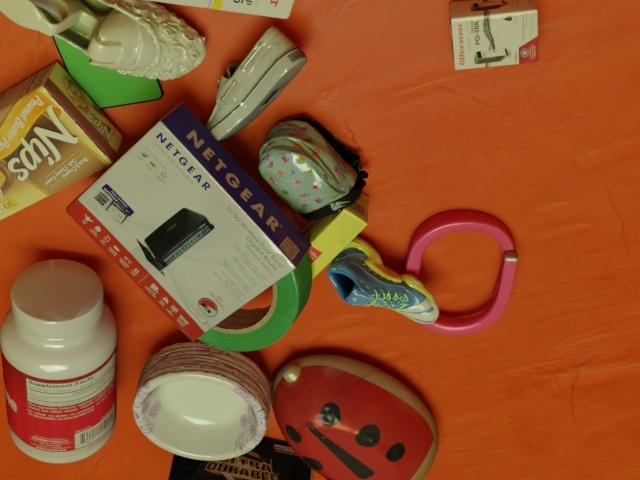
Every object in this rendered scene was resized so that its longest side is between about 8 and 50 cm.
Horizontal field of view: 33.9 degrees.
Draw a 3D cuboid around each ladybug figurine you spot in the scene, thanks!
[{"bbox_3d":[0.070,0.415,2.261,0.305,0.162,0.449,-34,120,30],"label":"ladybug figurine"}]

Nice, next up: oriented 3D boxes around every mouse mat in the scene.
[{"bbox_3d":[-0.363,-0.307,1.778,0.152,0.007,0.190,-7,129,11],"label":"mouse mat"}]

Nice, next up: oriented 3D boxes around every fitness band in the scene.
[{"bbox_3d":[0.264,0.068,2.014,0.209,0.054,0.291,5,130,1],"label":"fitness band"}]

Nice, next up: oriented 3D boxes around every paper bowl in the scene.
[{"bbox_3d":[-0.245,0.324,2.221,0.284,0.148,0.284,2,132,3],"label":"paper bowl"}]

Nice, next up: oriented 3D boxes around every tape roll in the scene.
[{"bbox_3d":[-0.176,0.054,1.960,0.321,0.077,0.321,11,123,18],"label":"tape roll"}]

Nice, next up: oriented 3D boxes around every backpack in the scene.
[{"bbox_3d":[-0.023,-0.125,1.834,0.152,0.115,0.182,-25,122,27],"label":"backpack"}]

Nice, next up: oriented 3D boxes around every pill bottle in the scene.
[{"bbox_3d":[-0.526,0.244,2.124,0.229,0.229,0.408,8,131,-2],"label":"pill bottle"}]

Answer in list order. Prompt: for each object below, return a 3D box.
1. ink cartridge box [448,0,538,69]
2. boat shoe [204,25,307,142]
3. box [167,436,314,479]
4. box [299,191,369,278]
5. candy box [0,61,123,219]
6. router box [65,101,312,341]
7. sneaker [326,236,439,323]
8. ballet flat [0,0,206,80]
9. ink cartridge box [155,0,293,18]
[{"bbox_3d":[0.275,-0.330,1.665,0.135,0.056,0.099,-5,131,9],"label":"ink cartridge box"},{"bbox_3d":[-0.129,-0.254,1.751,0.088,0.096,0.267,52,136,2],"label":"boat shoe"},{"bbox_3d":[-0.180,0.548,2.338,0.322,0.257,0.079,13,131,-5],"label":"box"},{"bbox_3d":[0.000,0.000,1.959,0.058,0.087,0.232,31,127,-19],"label":"box"},{"bbox_3d":[-0.532,-0.164,1.861,0.316,0.087,0.183,-23,125,24],"label":"candy box"},{"bbox_3d":[-0.235,-0.024,1.837,0.335,0.082,0.301,47,126,-9],"label":"router box"},{"bbox_3d":[0.106,0.102,1.972,0.240,0.126,0.091,37,137,1],"label":"sneaker"},{"bbox_3d":[-0.383,-0.345,1.658,0.409,0.147,0.147,25,128,-15],"label":"ballet flat"},{"bbox_3d":[-0.162,-0.457,1.461,0.270,0.197,0.198,3,134,-21],"label":"ink cartridge box"}]
